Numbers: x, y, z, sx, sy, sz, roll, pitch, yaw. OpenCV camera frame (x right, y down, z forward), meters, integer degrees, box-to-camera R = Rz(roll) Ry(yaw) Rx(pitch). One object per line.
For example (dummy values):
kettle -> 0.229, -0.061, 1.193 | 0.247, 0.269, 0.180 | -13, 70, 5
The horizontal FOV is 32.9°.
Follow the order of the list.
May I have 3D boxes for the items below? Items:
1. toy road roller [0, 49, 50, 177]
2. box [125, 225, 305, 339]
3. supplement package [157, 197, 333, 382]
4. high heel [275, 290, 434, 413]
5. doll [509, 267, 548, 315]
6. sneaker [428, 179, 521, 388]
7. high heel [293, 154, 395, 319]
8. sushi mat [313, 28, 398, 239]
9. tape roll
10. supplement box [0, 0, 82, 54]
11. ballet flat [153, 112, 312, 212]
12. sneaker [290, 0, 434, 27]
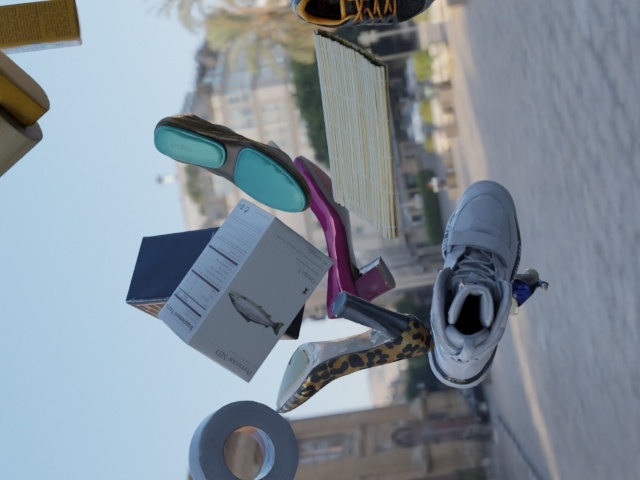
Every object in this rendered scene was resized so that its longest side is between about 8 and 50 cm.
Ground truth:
toy road roller -> -0.495, -0.158, 1.307 | 0.329, 0.202, 0.241 | 43, -168, -36
box -> -0.235, 0.107, 2.508 | 0.296, 0.294, 0.183 | 34, -122, -44
supplement package -> -0.090, 0.058, 1.294 | 0.105, 0.179, 0.105 | 37, 176, -32
high heel -> 0.054, 0.211, 1.734 | 0.261, 0.186, 0.093 | -56, 24, 26
doll -> 0.420, 0.101, 2.314 | 0.189, 0.129, 0.046 | -33, -56, -52
sneaker -> 0.262, 0.051, 1.781 | 0.210, 0.137, 0.366 | 80, -158, -72
high heel -> 0.000, 0.000, 2.434 | 0.377, 0.181, 0.127 | 58, -162, -5
sushi mat -> 0.055, -0.156, 1.627 | 0.151, 0.019, 0.317 | 36, 146, 40
tape roll -> -0.157, 0.442, 2.223 | 0.072, 0.219, 0.219 | 143, 124, -60
supplement box -> -0.540, -0.371, 1.903 | 0.078, 0.233, 0.080 | -177, 77, -82
ballet flat -> -0.157, -0.165, 2.112 | 0.124, 0.342, 0.116 | -56, -15, -55
sneaker -> 0.060, -0.342, 1.563 | 0.083, 0.214, 0.084 | -75, -22, -66
